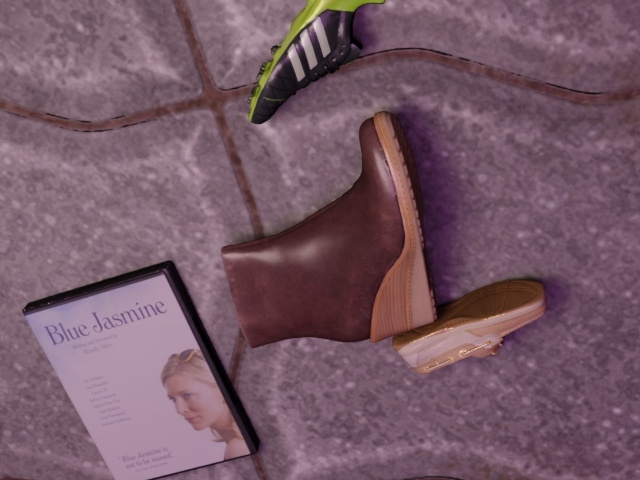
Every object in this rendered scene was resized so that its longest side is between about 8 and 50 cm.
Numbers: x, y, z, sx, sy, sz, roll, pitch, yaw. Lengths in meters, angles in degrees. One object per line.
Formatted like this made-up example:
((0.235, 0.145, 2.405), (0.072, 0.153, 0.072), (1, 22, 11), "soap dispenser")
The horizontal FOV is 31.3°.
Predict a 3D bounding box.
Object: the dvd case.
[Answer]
((-0.197, 0.155, 1.271), (0.180, 0.022, 0.253), (-17, 112, 16), "dvd case")

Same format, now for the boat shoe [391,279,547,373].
((0.159, 0.092, 1.172), (0.170, 0.063, 0.059), (-21, 116, 25), "boat shoe")

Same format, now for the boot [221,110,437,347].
((0.000, 0.000, 1.127), (0.207, 0.090, 0.248), (-7, 119, 9), "boot")

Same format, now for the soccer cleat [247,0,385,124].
((-0.006, -0.173, 1.063), (0.072, 0.060, 0.179), (31, 113, -9), "soccer cleat")
